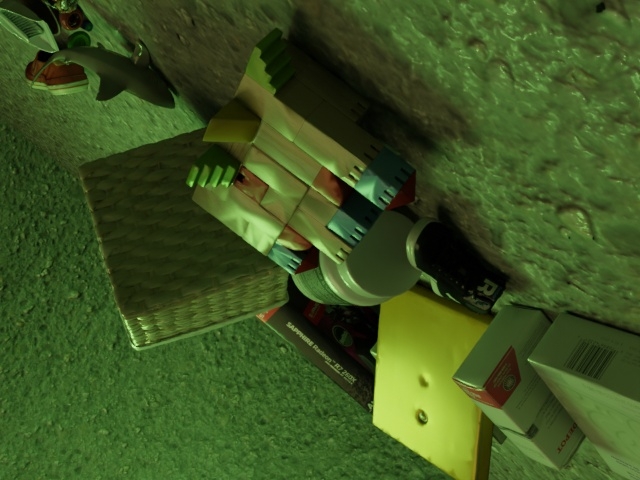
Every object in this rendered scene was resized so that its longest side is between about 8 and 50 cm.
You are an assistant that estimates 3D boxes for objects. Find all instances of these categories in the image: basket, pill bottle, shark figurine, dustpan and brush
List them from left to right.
[{"bbox_3d":[-0.659,-0.470,1.626,0.211,0.060,0.147,39,166,2],"label":"dustpan and brush"},{"bbox_3d":[-0.424,-0.311,1.476,0.278,0.116,0.166,16,157,1],"label":"shark figurine"},{"bbox_3d":[-0.255,-0.008,1.460,0.266,0.331,0.328,104,146,-71],"label":"basket"},{"bbox_3d":[0.058,0.030,1.315,0.161,0.161,0.283,43,166,-11],"label":"pill bottle"}]

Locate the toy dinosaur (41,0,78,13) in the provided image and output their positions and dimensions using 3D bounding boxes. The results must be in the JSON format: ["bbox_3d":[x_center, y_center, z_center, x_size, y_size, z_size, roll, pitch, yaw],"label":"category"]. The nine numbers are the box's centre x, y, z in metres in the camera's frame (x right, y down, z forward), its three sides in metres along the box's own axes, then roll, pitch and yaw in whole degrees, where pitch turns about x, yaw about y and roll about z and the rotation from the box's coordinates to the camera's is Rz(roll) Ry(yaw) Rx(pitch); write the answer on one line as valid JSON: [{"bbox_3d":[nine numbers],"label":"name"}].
[{"bbox_3d":[-0.516,-0.509,1.267,0.218,0.164,0.321,17,139,23],"label":"toy dinosaur"}]

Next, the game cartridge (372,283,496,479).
[{"bbox_3d":[0.213,0.256,1.454,0.285,0.053,0.323,23,115,49],"label":"game cartridge"}]

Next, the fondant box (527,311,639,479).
[{"bbox_3d":[0.473,0.259,1.094,0.330,0.096,0.238,47,164,-31],"label":"fondant box"}]

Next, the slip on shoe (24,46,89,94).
[{"bbox_3d":[-0.638,-0.417,1.869,0.331,0.123,0.101,27,129,57],"label":"slip on shoe"}]

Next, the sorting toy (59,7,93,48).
[{"bbox_3d":[-0.488,-0.420,1.539,0.042,0.061,0.102,32,141,30],"label":"sorting toy"}]

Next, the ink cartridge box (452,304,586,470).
[{"bbox_3d":[0.335,0.230,1.223,0.218,0.158,0.092,46,163,-21],"label":"ink cartridge box"}]

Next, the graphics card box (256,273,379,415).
[{"bbox_3d":[0.036,0.206,1.797,0.371,0.094,0.233,42,-154,-4],"label":"graphics card box"}]

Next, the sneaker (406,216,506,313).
[{"bbox_3d":[0.213,0.042,1.154,0.121,0.079,0.217,26,169,33],"label":"sneaker"}]

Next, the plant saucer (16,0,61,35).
[{"bbox_3d":[-0.623,-0.540,1.539,0.311,0.050,0.310,37,165,12],"label":"plant saucer"}]

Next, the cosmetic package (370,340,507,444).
[{"bbox_3d":[0.264,0.270,1.583,0.296,0.129,0.153,24,158,48],"label":"cosmetic package"}]

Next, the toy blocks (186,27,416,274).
[{"bbox_3d":[-0.018,-0.083,1.080,0.261,0.190,0.381,37,143,1],"label":"toy blocks"}]
